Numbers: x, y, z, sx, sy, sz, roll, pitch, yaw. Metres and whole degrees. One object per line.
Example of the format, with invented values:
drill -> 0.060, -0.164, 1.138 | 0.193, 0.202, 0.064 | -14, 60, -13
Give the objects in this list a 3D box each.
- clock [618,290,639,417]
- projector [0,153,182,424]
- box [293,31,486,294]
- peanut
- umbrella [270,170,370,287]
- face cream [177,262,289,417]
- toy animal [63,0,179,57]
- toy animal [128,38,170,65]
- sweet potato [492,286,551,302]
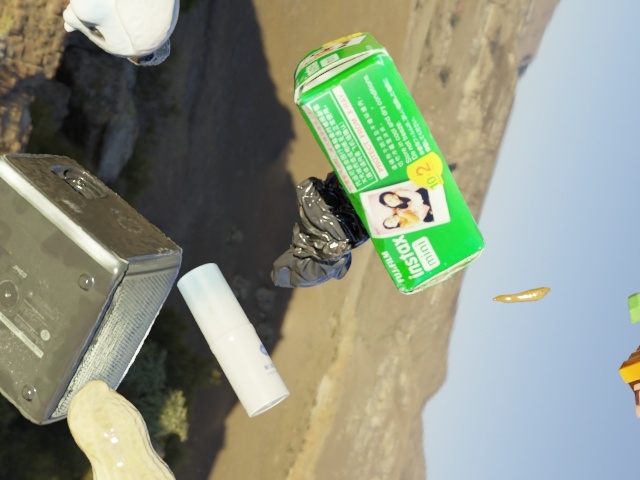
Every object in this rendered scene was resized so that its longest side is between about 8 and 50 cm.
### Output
clock -> 0.547, 0.195, 1.146 | 0.106, 0.255, 0.219 | 136, -36, -55
projector -> -0.539, 0.093, 1.597 | 0.405, 0.395, 0.242 | -58, 162, 18
box -> 0.065, -0.086, 0.832 | 0.250, 0.103, 0.180 | 59, 7, -17
peanut -> -0.319, 0.345, 1.273 | 0.124, 0.256, 0.123 | -32, 173, -5
umbrella -> 0.000, 0.001, 1.067 | 0.122, 0.110, 0.272 | -62, 180, -21
face cream -> -0.143, 0.159, 1.306 | 0.077, 0.250, 0.077 | -30, 165, -9
toy animal -> -0.274, -0.409, 1.111 | 0.289, 0.174, 0.249 | 102, -21, -53
toy animal -> -0.361, -0.395, 1.611 | 0.098, 0.137, 0.098 | -10, 107, -37
sweet potato -> 0.387, 0.107, 1.535 | 0.026, 0.115, 0.026 | 171, -90, -85
